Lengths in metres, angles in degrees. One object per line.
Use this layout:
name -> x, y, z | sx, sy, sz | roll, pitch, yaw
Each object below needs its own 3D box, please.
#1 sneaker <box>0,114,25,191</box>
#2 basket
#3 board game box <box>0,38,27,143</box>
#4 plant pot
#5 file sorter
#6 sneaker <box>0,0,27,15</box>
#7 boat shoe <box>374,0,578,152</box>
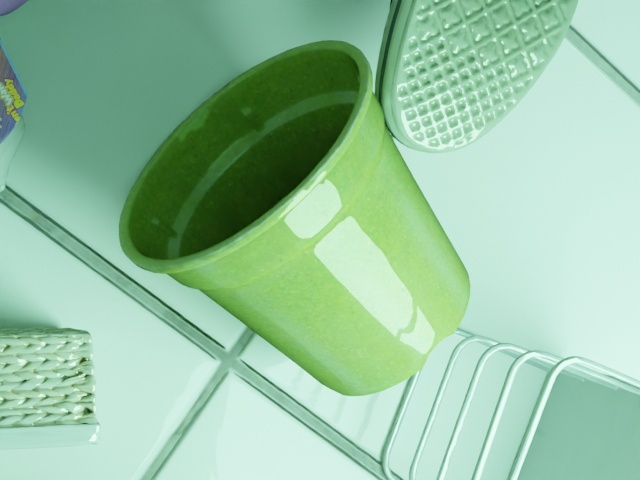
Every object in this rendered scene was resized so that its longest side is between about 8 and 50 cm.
sneaker -> -0.320, -0.020, 1.297 | 0.094, 0.080, 0.212 | 39, 83, -34
basket -> -0.288, 0.131, 1.292 | 0.167, 0.113, 0.103 | 1, 89, -22
board game box -> -0.314, -0.144, 1.171 | 0.133, 0.033, 0.169 | -27, 93, -28
plant pot -> 0.000, 0.000, 1.339 | 0.276, 0.276, 0.254 | -49, 121, -12
file sorter -> 0.207, 0.202, 1.407 | 0.173, 0.277, 0.193 | 23, 85, -20
sneaker -> -0.279, -0.272, 1.196 | 0.161, 0.282, 0.102 | -44, 71, -4
boat shoe -> 0.162, -0.320, 1.419 | 0.187, 0.156, 0.500 | 21, 82, -28
